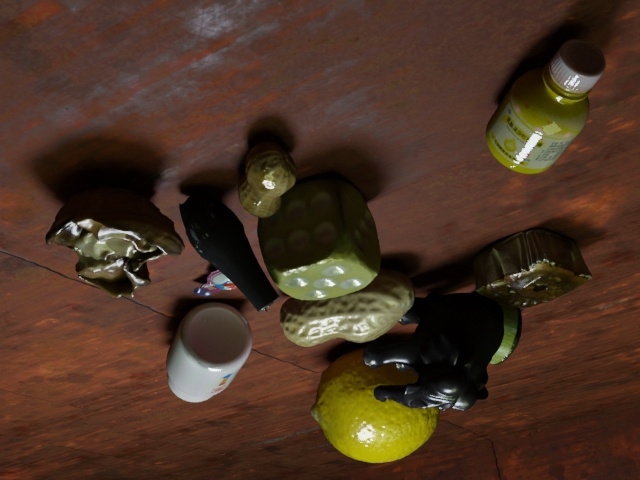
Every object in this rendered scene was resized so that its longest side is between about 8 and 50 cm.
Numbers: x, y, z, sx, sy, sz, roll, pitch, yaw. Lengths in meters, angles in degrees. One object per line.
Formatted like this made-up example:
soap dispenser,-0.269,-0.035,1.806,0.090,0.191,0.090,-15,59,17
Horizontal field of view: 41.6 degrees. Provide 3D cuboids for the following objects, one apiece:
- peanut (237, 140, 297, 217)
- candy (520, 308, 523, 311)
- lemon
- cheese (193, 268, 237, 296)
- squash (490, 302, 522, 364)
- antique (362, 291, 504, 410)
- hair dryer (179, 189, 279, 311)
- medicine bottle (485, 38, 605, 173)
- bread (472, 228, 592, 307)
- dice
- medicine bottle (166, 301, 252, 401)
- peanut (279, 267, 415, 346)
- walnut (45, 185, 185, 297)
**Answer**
peanut,-0.088,-0.096,1.374,0.089,0.089,0.193,0,158,-15
candy,0.480,0.168,2.104,0.043,0.045,0.175,-35,162,-25
lemon,0.154,0.435,2.249,0.336,0.336,0.336,-6,154,-3
cheese,-0.202,0.083,1.745,0.145,0.038,0.095,-28,147,34
squash,0.394,0.203,2.034,0.123,0.170,0.170,21,146,-13
antique,0.265,0.230,1.840,0.255,0.322,0.185,11,145,44
hair dryer,-0.155,0.023,1.526,0.091,0.235,0.271,-37,179,-2
medicine bottle,0.334,-0.199,1.231,0.122,0.121,0.212,-1,153,-14
bread,0.454,0.068,1.816,0.210,0.109,0.192,18,142,-42
dice,0.000,0.000,1.490,0.169,0.166,0.169,-19,152,20
medicine bottle,-0.267,0.270,1.955,0.170,0.170,0.293,2,151,-19
peanut,0.056,0.151,1.836,0.313,0.152,0.152,-13,153,14
walnut,-0.344,-0.017,1.398,0.204,0.141,0.238,21,146,-26
